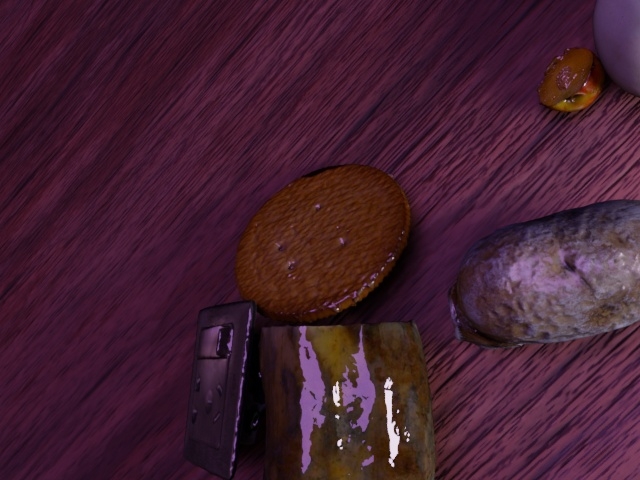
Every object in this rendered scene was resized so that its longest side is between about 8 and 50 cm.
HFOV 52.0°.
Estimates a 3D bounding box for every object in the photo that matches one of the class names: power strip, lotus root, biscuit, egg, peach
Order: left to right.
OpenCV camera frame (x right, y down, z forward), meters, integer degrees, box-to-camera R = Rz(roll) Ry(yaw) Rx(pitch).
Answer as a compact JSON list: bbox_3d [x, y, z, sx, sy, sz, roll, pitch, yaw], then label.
[{"bbox_3d":[-0.143,0.226,1.028,0.257,0.092,0.251,161,111,-63],"label":"power strip"},{"bbox_3d":[0.000,0.000,1.024,0.305,0.038,0.305,-17,46,18],"label":"biscuit"},{"bbox_3d":[0.030,0.272,0.866,0.250,0.250,0.346,-7,73,26],"label":"lotus root"},{"bbox_3d":[0.363,-0.224,0.938,0.098,0.061,0.098,-40,34,34],"label":"peach"},{"bbox_3d":[0.322,0.036,0.820,0.349,0.175,0.175,-18,67,19],"label":"lotus root"},{"bbox_3d":[0.440,-0.282,0.862,0.151,0.151,0.209,-17,61,23],"label":"egg"}]
